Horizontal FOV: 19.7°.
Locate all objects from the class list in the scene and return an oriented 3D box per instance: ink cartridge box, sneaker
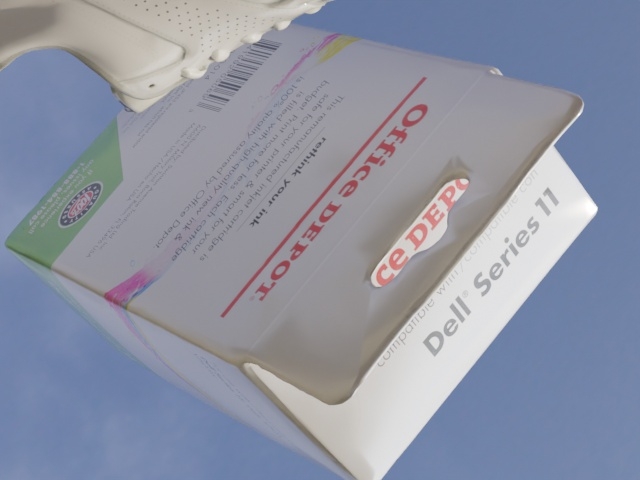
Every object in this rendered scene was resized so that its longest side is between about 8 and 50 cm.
[{"bbox_3d":[0.000,0.000,1.005,0.119,0.207,0.353,49,-15,-33],"label":"ink cartridge box"},{"bbox_3d":[-0.051,-0.109,0.750,0.232,0.090,0.115,-2,-57,-19],"label":"sneaker"}]
